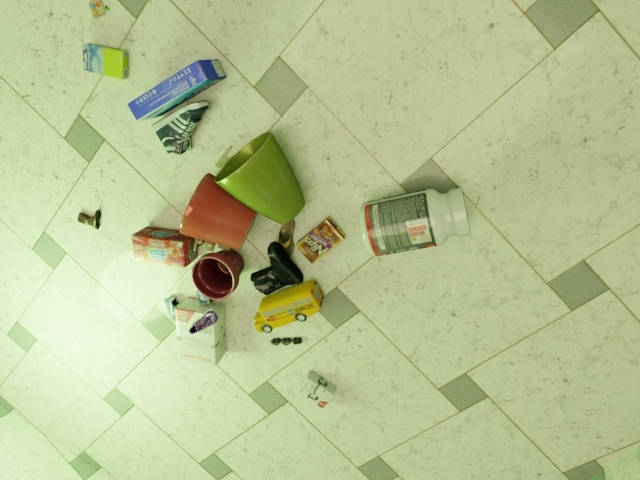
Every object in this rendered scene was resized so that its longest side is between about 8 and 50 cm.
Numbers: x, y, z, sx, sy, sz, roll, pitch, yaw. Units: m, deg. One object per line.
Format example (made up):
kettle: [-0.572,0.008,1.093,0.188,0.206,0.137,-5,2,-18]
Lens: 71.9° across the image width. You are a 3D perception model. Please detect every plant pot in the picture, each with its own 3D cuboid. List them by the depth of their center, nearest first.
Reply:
plant pot: [-0.198,-0.211,1.681,0.275,0.275,0.293,-31,117,24]
plant pot: [-0.394,-0.098,1.770,0.243,0.275,0.275,26,116,-7]
plant pot: [-0.424,0.126,1.900,0.201,0.180,0.201,6,113,13]

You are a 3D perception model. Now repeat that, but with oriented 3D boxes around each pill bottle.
pill bottle: [0.340,-0.070,1.597,0.363,0.210,0.210,-11,108,19]

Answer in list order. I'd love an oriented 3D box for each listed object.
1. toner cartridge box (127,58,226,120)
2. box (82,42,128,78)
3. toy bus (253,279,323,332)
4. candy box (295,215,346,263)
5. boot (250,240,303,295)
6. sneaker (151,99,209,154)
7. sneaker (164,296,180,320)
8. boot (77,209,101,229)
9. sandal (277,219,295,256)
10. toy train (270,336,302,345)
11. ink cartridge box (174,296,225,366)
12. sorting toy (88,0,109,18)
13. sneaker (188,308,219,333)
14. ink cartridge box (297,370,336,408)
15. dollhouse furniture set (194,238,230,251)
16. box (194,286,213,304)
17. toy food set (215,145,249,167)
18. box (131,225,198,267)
toner cartridge box: [-0.538,-0.565,1.663,0.348,0.165,0.075,-20,105,22]
box: [-0.854,-0.714,1.756,0.178,0.042,0.109,15,114,9]
toy bus: [-0.149,0.291,1.919,0.332,0.108,0.130,-22,115,22]
candy box: [0.000,0.000,1.806,0.186,0.053,0.109,-39,98,26]
boot: [-0.216,0.128,1.866,0.207,0.094,0.246,-20,129,20]
sneaker: [-0.528,-0.438,1.745,0.282,0.099,0.153,-17,101,28]
sneaker: [-0.696,0.335,2.130,0.059,0.053,0.144,-21,105,20]
boot: [-1.088,-0.114,2.067,0.114,0.037,0.106,23,113,10]
sandal: [-0.146,-0.009,1.842,0.072,0.049,0.180,13,114,10]
toy train: [-0.160,0.471,2.054,0.158,0.027,0.036,-6,120,17]
ink cartridge box: [-0.568,0.434,2.097,0.207,0.117,0.283,9,112,11]
sorting toy: [-0.851,-0.896,1.698,0.083,0.012,0.062,-7,109,18]
sneaker: [-0.516,0.369,1.956,0.170,0.071,0.068,-39,96,22]
ink cartridge box: [-0.019,0.704,2.087,0.150,0.063,0.109,33,116,0]
dollhouse furniture set: [-0.458,0.017,1.902,0.151,0.144,0.123,16,120,-7]
box: [-0.541,0.212,2.037,0.059,0.054,0.169,-3,111,17]
toy food set: [-0.334,-0.280,1.791,0.192,0.038,0.132,40,116,-3]
box: [-0.690,0.027,1.964,0.257,0.122,0.128,8,114,12]
